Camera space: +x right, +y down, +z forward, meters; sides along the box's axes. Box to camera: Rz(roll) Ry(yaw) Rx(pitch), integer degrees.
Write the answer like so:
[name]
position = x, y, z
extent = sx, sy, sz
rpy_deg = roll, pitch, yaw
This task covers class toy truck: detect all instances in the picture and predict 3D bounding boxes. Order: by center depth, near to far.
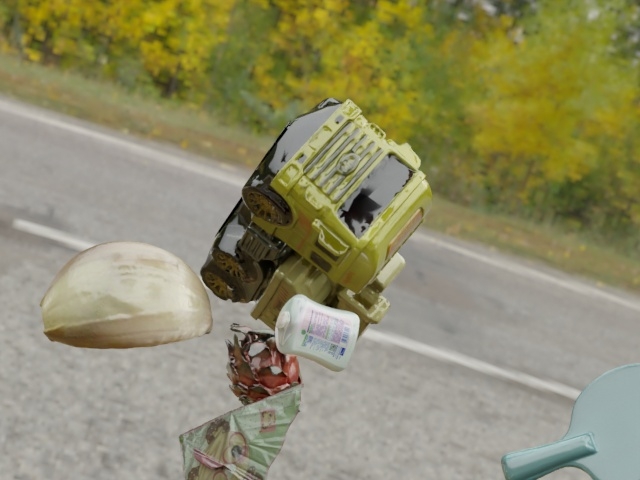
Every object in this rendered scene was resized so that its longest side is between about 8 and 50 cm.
[toy truck]
position = 0.000, 0.000, 1.682
extent = 0.254, 0.181, 0.405
rpy_deg = 37, -27, 2

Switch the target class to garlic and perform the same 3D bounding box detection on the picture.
[garlic]
position = -0.198, 0.072, 1.428
extent = 0.206, 0.128, 0.115
rpy_deg = 7, 21, -22

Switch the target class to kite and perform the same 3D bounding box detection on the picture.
[kite]
position = -0.063, 0.251, 1.310
extent = 0.250, 0.229, 0.012
rpy_deg = 27, 2, 36

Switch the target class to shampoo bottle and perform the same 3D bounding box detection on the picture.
[shampoo bottle]
position = -0.008, 0.104, 1.473
extent = 0.099, 0.072, 0.043
rpy_deg = 21, -9, -33

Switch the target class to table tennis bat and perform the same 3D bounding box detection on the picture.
[table tennis bat]
position = 0.317, 0.225, 1.440
extent = 0.038, 0.237, 0.149
rpy_deg = 48, 23, -61

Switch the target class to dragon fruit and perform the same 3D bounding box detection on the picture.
[dragon fruit]
position = -0.091, 0.198, 1.975
extent = 0.130, 0.142, 0.121
rpy_deg = 13, 36, 9
